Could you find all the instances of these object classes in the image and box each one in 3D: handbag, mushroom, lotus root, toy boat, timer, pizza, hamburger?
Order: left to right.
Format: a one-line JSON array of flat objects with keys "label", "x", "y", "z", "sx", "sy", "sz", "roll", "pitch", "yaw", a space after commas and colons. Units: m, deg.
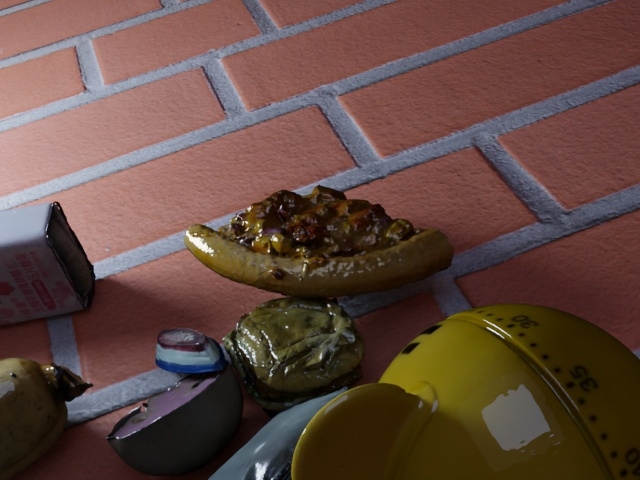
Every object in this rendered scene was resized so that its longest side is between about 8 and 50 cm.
[{"label": "lotus root", "x": -0.448, "y": 0.250, "z": 1.126, "sx": 0.257, "sy": 0.154, "sz": 0.140, "roll": -39, "pitch": 55, "yaw": -20}, {"label": "mushroom", "x": -0.185, "y": 0.251, "z": 1.094, "sx": 0.188, "sy": 0.141, "sz": 0.117, "roll": -26, "pitch": 87, "yaw": -2}, {"label": "toy boat", "x": -0.189, "y": 0.155, "z": 1.158, "sx": 0.080, "sy": 0.046, "sz": 0.229, "roll": -32, "pitch": 11, "yaw": -23}, {"label": "handbag", "x": -0.084, "y": 0.292, "z": 0.929, "sx": 0.075, "sy": 0.191, "sz": 0.332, "roll": 51, "pitch": 56, "yaw": -4}, {"label": "hamburger", "x": -0.035, "y": 0.165, "z": 1.155, "sx": 0.183, "sy": 0.130, "sz": 0.206, "roll": -13, "pitch": 29, "yaw": -14}, {"label": "pizza", "x": 0.000, "y": 0.000, "z": 1.256, "sx": 0.409, "sy": 0.114, "sz": 0.278, "roll": 7, "pitch": 27, "yaw": 10}, {"label": "timer", "x": 0.166, "y": 0.248, "z": 0.847, "sx": 0.387, "sy": 0.376, "sz": 0.376, "roll": -24, "pitch": 45, "yaw": -15}]

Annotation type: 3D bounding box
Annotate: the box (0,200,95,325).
[{"label": "box", "x": -0.569, "y": 0.059, "z": 1.324, "sx": 0.370, "sy": 0.190, "sz": 0.112, "roll": -11, "pitch": 44, "yaw": 4}]
